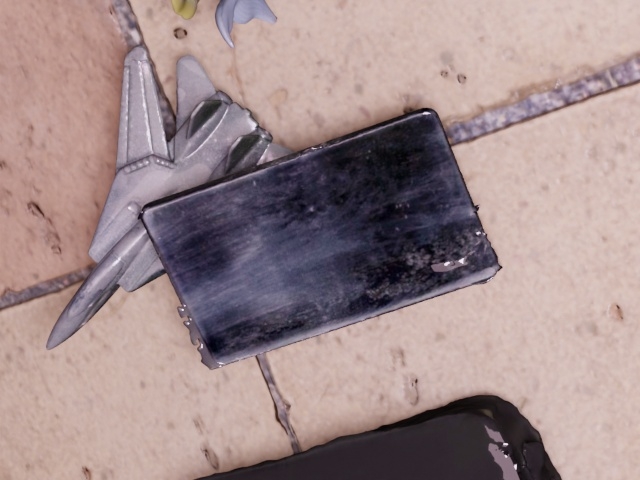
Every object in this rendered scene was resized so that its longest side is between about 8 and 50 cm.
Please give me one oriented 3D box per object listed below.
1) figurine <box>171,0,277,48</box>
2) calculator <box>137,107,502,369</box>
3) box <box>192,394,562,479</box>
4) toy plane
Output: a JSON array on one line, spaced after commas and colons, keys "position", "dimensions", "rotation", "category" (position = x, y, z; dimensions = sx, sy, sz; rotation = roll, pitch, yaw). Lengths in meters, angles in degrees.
[{"position": [-0.119, -0.241, 1.471], "dimensions": [0.184, 0.128, 0.208], "rotation": [-32, 94, 28], "category": "figurine"}, {"position": [0.000, 0.000, 1.486], "dimensions": [0.262, 0.021, 0.161], "rotation": [-18, 113, 11], "category": "calculator"}, {"position": [0.071, 0.323, 1.552], "dimensions": [0.350, 0.091, 0.359], "rotation": [-20, 95, 26], "category": "box"}, {"position": [-0.140, -0.009, 1.551], "dimensions": [0.212, 0.088, 0.267], "rotation": [42, 110, 9], "category": "toy plane"}]
